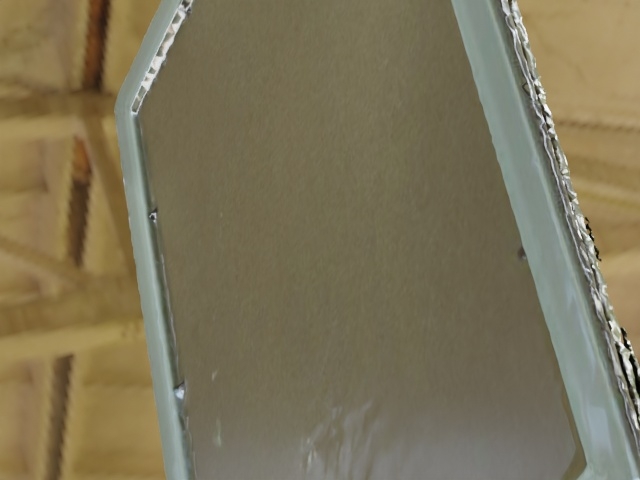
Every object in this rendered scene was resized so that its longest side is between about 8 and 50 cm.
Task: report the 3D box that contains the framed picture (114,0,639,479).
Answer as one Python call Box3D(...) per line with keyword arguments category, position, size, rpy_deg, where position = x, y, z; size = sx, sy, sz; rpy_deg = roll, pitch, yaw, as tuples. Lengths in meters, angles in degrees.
Box3D(category="framed picture", position=(0.000, 0.000, 0.498), size=(0.017, 0.274, 0.217), rpy_deg=(6, -37, -24))
